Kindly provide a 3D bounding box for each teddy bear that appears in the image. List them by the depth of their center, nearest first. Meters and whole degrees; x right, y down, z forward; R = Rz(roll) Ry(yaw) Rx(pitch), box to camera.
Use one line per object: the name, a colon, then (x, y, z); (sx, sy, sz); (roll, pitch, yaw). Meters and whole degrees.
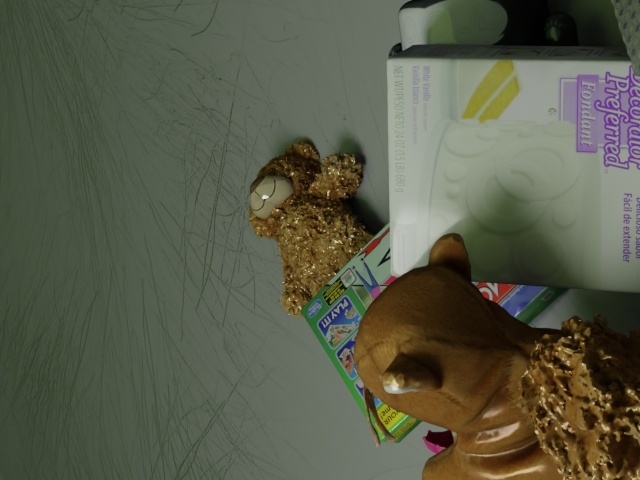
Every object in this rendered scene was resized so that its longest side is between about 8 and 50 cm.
teddy bear: (0.000, 0.000, 2.132); (0.338, 0.113, 0.245); (62, 142, 24)

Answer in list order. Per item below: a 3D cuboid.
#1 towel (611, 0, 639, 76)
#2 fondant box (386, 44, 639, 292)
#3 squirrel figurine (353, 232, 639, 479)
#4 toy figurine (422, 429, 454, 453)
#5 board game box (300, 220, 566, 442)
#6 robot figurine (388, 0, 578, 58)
towel: (0.358, -0.362, 1.440); (0.312, 0.056, 0.324); (123, 148, -51)
fondant box: (0.238, -0.078, 1.589); (0.330, 0.096, 0.238); (3, 105, 18)
squirrel figurine: (0.232, 0.152, 1.519); (0.370, 0.281, 0.397); (42, 150, -21)
toy figurine: (0.171, 0.202, 1.958); (0.173, 0.130, 0.159); (-32, 85, 33)
board game box: (0.138, 0.066, 1.869); (0.317, 0.046, 0.213); (-46, 57, 21)
robot figurine: (0.182, -0.194, 1.734); (0.209, 0.173, 0.278); (-162, 63, -80)
